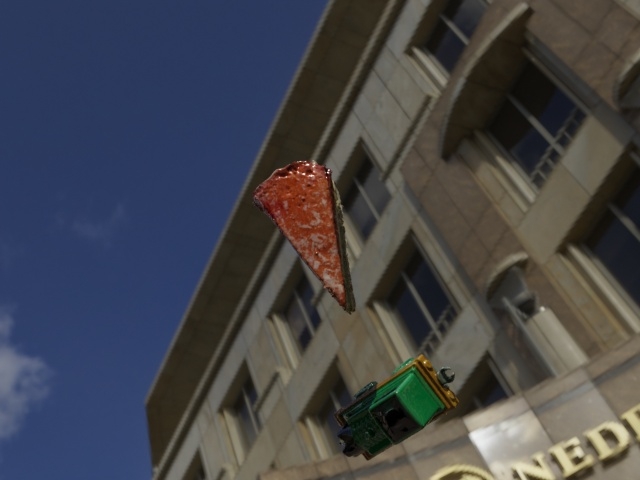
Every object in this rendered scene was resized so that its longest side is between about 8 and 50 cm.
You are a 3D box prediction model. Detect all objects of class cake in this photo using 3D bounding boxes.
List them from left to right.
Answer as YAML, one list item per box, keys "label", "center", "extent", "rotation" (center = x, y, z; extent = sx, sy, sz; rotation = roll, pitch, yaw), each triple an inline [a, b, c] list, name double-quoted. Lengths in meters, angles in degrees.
- label: "cake"
  center: [0.014, -0.015, 1.308]
  extent: [0.117, 0.220, 0.086]
  rotation: [-41, -16, 4]

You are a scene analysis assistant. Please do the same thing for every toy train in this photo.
- label: "toy train"
  center: [0.100, 0.249, 1.322]
  extent: [0.228, 0.091, 0.136]
  rotation: [-38, -4, 29]
